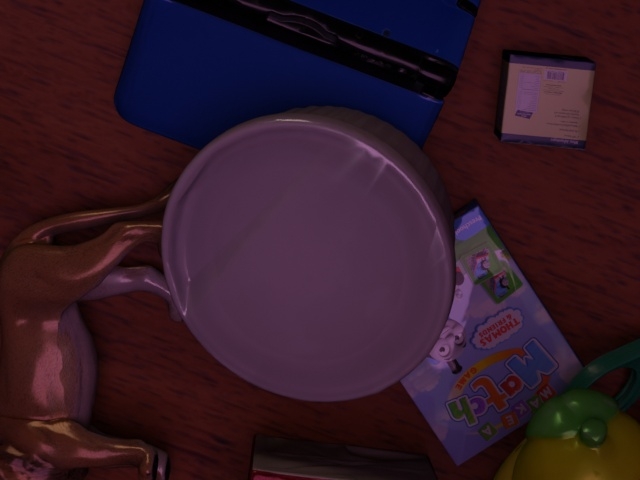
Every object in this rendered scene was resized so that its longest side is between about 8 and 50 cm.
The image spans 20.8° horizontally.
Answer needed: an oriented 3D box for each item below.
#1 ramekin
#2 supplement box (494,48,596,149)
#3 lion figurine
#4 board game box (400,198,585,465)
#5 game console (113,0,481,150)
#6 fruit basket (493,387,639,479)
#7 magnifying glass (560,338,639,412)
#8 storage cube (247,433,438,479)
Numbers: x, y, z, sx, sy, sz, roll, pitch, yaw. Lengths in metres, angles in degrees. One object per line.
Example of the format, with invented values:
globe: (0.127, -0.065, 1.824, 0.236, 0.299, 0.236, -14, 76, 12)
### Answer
ramekin: (0.000, 0.000, 1.590, 0.273, 0.127, 0.273, 6, 113, 13)
supplement box: (0.211, -0.134, 1.647, 0.083, 0.056, 0.083, 5, 101, -1)
lion figurine: (-0.260, 0.119, 1.673, 0.240, 0.142, 0.392, 7, 87, 6)
board game box: (0.142, 0.091, 1.702, 0.160, 0.039, 0.211, -33, 101, 6)
game console: (-0.016, -0.205, 1.647, 0.293, 0.173, 0.250, 21, 70, -5)
fruit basket: (0.220, 0.289, 1.544, 0.283, 0.392, 0.392, -15, 104, 37)
magnifying glass: (0.326, 0.107, 1.697, 0.231, 0.026, 0.092, -36, 142, 0)
storage cube: (0.010, 0.303, 1.662, 0.184, 0.215, 0.193, 7, 95, -1)
